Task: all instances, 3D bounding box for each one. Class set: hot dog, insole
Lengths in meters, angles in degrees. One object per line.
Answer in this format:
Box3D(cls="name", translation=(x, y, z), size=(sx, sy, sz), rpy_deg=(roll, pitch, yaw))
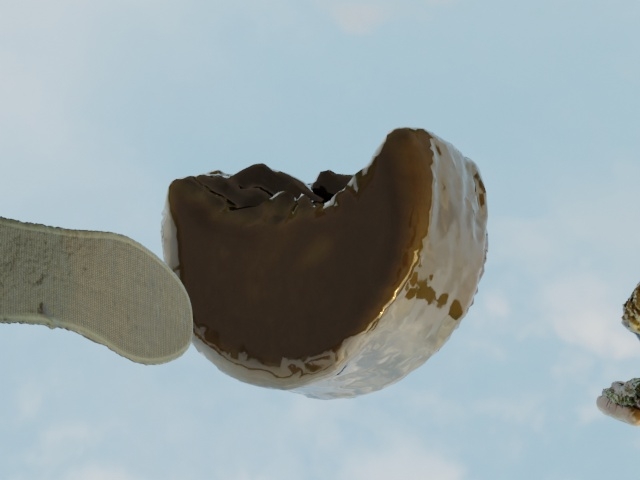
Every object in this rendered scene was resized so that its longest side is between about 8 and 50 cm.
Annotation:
Box3D(cls="hot dog", translation=(0.380, 0.196, 1.594), size=(0.056, 0.041, 0.133), rpy_deg=(-36, -171, -8))
Box3D(cls="insole", translation=(-0.136, 0.028, 0.763), size=(0.003, 0.232, 0.080), rpy_deg=(-8, -105, 24))

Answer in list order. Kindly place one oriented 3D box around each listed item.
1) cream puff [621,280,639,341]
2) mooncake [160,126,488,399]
Box3D(cls="cream puff", translation=(0.406, 0.078, 1.431), size=(0.133, 0.104, 0.119), rpy_deg=(23, -101, -22))
Box3D(cls="mooncake", translation=(0.000, 0.000, 1.609), size=(0.394, 0.393, 0.246), rpy_deg=(43, -167, 35))
